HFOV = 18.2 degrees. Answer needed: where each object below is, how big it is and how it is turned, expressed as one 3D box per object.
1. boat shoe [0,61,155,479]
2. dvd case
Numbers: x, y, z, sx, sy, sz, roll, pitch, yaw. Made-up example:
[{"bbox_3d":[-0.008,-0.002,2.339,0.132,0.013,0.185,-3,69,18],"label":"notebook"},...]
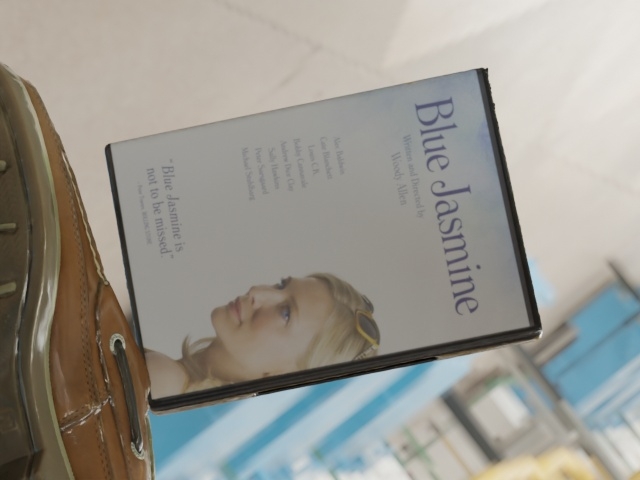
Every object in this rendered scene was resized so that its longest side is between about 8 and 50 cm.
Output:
[{"bbox_3d":[-0.144,0.065,0.973,0.111,0.307,0.104,-11,171,28],"label":"boat shoe"},{"bbox_3d":[0.000,0.000,1.266,0.253,0.180,0.022,-11,166,2],"label":"dvd case"}]
